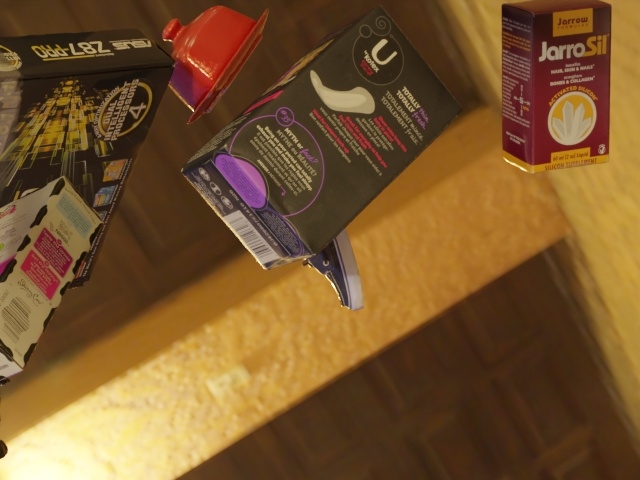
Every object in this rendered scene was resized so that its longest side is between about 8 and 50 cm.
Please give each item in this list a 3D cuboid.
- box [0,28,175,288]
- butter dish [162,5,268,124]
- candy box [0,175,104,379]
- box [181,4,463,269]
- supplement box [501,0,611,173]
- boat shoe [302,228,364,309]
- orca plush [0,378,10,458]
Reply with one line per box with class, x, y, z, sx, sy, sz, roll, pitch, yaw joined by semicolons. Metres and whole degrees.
box;-0.390;-0.087;1.875;0.318;0.395;0.097;-10;-133;-47
butter dish;-0.165;-0.264;1.987;0.118;0.160;0.160;34;158;-7
candy box;-0.325;0.053;1.408;0.071;0.159;0.233;52;-147;-25
box;0.002;-0.117;1.652;0.165;0.270;0.143;51;156;-10
supplement box;0.272;-0.182;1.655;0.081;0.104;0.188;-139;43;-63
boat shoe;0.000;0.000;1.941;0.080;0.076;0.228;-107;0;-61
orca plush;-0.513;0.251;1.959;0.151;0.102;0.287;40;-168;-24
